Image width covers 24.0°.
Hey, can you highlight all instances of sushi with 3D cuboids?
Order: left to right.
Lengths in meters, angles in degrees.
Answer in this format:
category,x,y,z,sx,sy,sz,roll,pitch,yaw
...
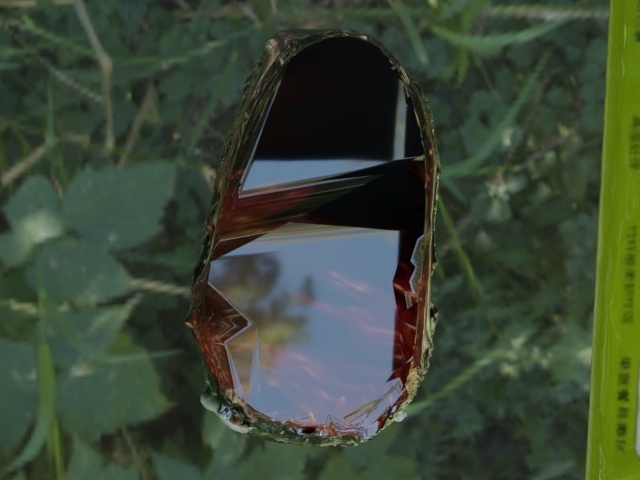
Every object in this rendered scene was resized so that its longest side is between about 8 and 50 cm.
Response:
category,x,y,z,sx,sy,sz,roll,pitch,yaw
sushi,0.000,0.000,0.825,0.136,0.225,0.126,6,172,-3

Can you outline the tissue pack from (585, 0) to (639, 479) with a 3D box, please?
category,x,y,z,sx,sy,sz,roll,pitch,yaw
tissue pack,0.200,-0.040,0.492,0.167,0.275,0.200,2,176,35
